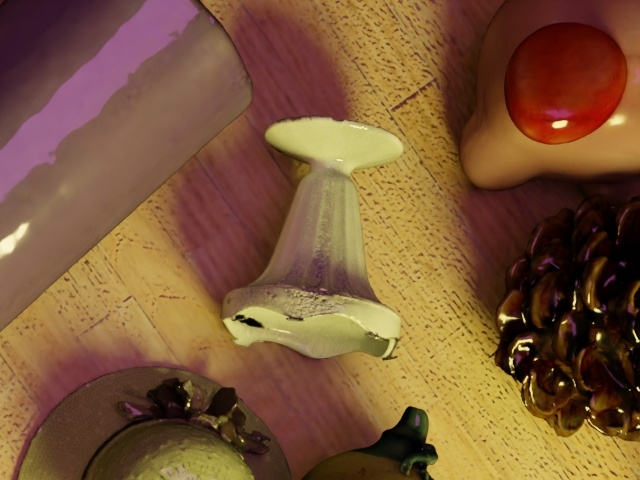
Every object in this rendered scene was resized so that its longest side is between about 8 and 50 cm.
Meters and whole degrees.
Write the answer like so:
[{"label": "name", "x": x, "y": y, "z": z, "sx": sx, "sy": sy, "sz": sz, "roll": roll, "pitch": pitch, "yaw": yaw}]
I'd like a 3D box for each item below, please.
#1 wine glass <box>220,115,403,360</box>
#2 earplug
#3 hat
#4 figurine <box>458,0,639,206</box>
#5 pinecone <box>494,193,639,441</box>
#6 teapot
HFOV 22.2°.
[{"label": "wine glass", "x": 0.000, "y": 0.000, "z": 1.463, "sx": 0.164, "sy": 0.165, "sz": 0.197, "roll": 12, "pitch": 71, "yaw": -17}, {"label": "earplug", "x": -0.277, "y": -0.038, "z": 1.348, "sx": 0.215, "sy": 0.215, "sz": 0.456, "roll": 45, "pitch": 75, "yaw": -8}, {"label": "hat", "x": -0.126, "y": 0.231, "z": 1.397, "sx": 0.257, "sy": 0.130, "sz": 0.257, "roll": 3, "pitch": 82, "yaw": -19}, {"label": "figurine", "x": 0.261, "y": -0.158, "z": 1.511, "sx": 0.269, "sy": 0.261, "sz": 0.211, "roll": 6, "pitch": 78, "yaw": -15}, {"label": "pinecone", "x": 0.280, "y": 0.073, "z": 1.492, "sx": 0.243, "sy": 0.257, "sz": 0.244, "roll": -2, "pitch": 99, "yaw": -12}, {"label": "teapot", "x": 0.060, "y": 0.280, "z": 1.426, "sx": 0.182, "sy": 0.173, "sz": 0.270, "roll": -2, "pitch": 97, "yaw": -50}]
